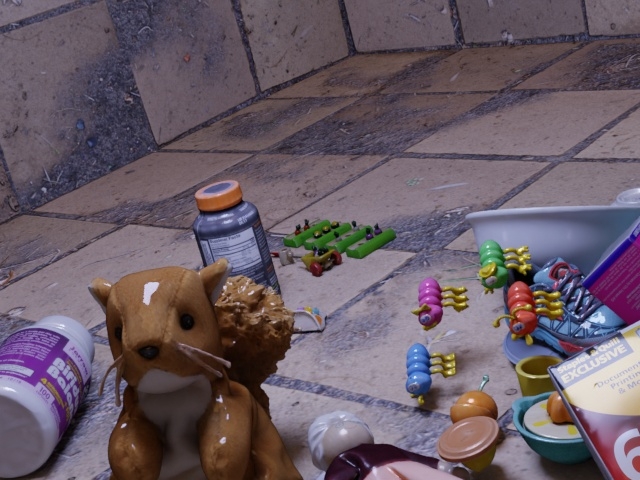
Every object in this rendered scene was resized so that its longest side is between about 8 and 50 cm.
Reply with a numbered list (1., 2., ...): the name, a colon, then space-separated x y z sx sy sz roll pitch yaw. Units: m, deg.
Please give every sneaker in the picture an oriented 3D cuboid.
1. sneaker: 0.354 0.091 1.641 0.104 0.125 0.262 -28 24 -29

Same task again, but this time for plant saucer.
1. plant saucer: 0.184 0.246 1.408 0.083 0.013 0.083 -24 20 9

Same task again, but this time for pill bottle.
1. pill bottle: -0.165 0.012 2.142 0.130 0.246 0.130 -13 19 5
2. pill bottle: -0.474 0.242 1.856 0.169 0.169 0.301 -11 21 11

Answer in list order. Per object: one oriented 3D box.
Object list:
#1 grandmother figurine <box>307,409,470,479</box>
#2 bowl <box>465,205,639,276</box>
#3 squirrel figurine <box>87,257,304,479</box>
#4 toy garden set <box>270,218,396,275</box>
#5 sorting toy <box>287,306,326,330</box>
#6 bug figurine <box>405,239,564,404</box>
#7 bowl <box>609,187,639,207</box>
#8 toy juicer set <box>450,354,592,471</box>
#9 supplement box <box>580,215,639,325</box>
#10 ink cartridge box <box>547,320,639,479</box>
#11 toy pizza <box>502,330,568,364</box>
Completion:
1. grandmother figurine: 0.092 0.298 1.402 0.208 0.104 0.342 8 8 -32
2. bowl: 0.383 0.020 1.826 0.298 0.134 0.298 0 -3 0
3. squirrel figurine: -0.174 0.188 1.487 0.281 0.370 0.397 -11 20 12
4. toy garden set: 0.000 0.000 2.349 0.204 0.049 0.244 -29 24 -35
5. sorting toy: -0.026 0.138 2.024 0.083 0.045 0.075 -6 2 23
6. bug figurine: 0.213 0.109 1.646 0.279 0.072 0.216 -35 34 28
7. bowl: 0.574 -0.046 2.019 0.170 0.080 0.170 -13 19 4
8. toy juicer set: 0.279 0.240 1.423 0.209 0.089 0.329 -13 20 -14
9. supplement box: 0.486 0.077 1.529 0.111 0.220 0.114 -40 -10 -49
10. ink cartridge box: 0.434 0.152 1.276 0.309 0.130 0.272 -29 42 5
11. toy pizza: 0.376 0.151 1.697 0.201 0.032 0.201 -14 21 5
